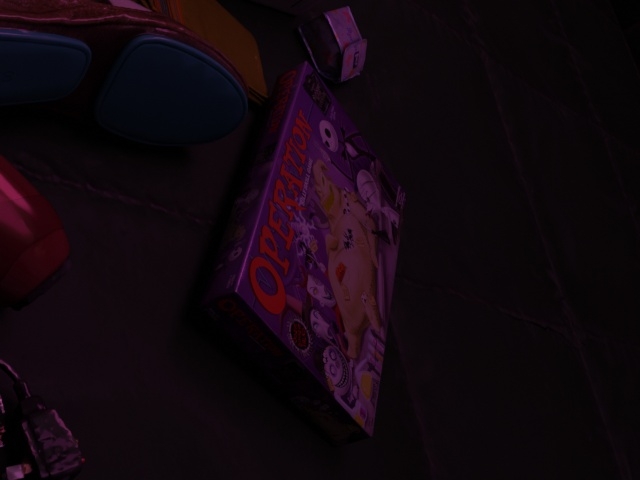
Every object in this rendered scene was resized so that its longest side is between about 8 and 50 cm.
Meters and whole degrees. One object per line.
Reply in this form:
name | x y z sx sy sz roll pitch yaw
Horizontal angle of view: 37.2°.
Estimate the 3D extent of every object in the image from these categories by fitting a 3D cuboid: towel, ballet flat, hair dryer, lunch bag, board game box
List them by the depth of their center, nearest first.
hair dryer | -0.242 0.016 0.558 0.223 0.080 0.293 8 60 -53
ballet flat | -0.198 -0.153 0.751 0.342 0.116 0.124 -3 48 -51
towel | -0.117 -0.216 0.924 0.237 0.021 0.102 33 41 -58
board game box | 0.000 0.000 0.929 0.208 0.056 0.347 46 35 -28
lunch bag | 0.021 -0.235 1.153 0.071 0.053 0.083 -34 104 -57

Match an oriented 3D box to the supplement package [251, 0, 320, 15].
supplement package | -0.062 -0.397 1.020 0.263 0.198 0.199 0 67 -55
